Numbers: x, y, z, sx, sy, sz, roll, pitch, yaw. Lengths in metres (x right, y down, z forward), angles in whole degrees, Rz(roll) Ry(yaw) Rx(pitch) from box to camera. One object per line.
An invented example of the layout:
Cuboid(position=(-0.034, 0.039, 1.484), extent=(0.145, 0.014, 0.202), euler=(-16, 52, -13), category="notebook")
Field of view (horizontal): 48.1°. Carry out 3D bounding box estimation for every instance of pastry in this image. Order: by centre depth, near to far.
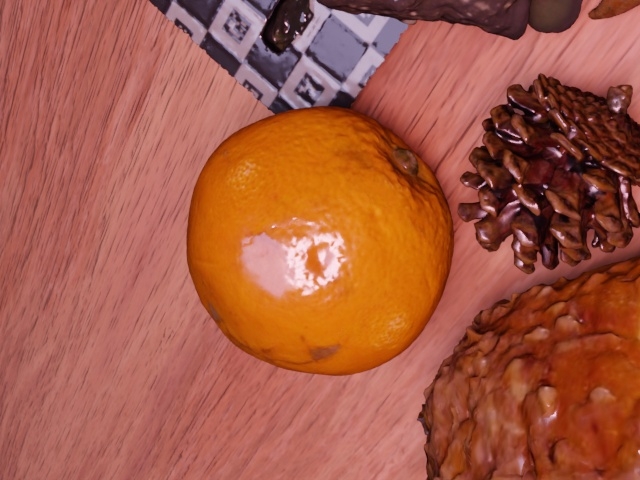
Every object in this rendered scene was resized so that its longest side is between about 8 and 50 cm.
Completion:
Cuboid(position=(0.275, 0.206, 0.658), extent=(0.292, 0.337, 0.405), euler=(38, 132, -27), category="pastry")

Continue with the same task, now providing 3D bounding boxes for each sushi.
Cuboid(position=(-0.023, -0.356, 0.873), extent=(0.343, 0.064, 0.359), euler=(42, 120, 6), category="sushi")

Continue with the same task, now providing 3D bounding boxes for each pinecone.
Cuboid(position=(0.233, -0.057, 0.717), extent=(0.186, 0.168, 0.212), euler=(51, 152, 20), category="pinecone")

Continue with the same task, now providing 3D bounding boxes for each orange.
Cuboid(position=(0.000, 0.000, 0.818), extent=(0.312, 0.312, 0.312), euler=(12, 111, 33), category="orange")

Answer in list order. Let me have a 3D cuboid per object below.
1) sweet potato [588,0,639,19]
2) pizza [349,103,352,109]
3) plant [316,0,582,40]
Cuboid(position=(0.342, -0.231, 0.603), extent=(0.281, 0.059, 0.067), euler=(31, 143, 62), category="sweet potato")
Cuboid(position=(0.026, -0.198, 0.922), extent=(0.037, 0.016, 0.083), euler=(3, 109, 35), category="pizza")
Cuboid(position=(0.126, -0.300, 0.680), extent=(0.276, 0.188, 0.199), euler=(1, 111, -4), category="plant")
